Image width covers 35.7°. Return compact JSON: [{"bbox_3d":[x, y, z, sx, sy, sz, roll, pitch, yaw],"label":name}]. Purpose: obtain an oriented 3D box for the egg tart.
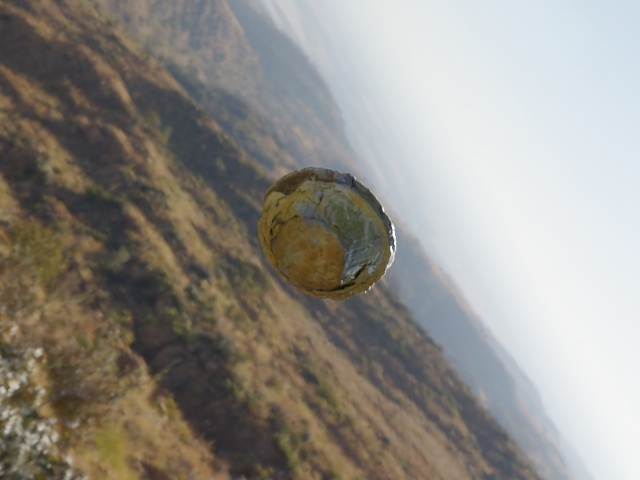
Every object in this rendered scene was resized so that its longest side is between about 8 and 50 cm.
[{"bbox_3d":[0.000,0.000,1.595,0.241,0.241,0.106,58,33,-14],"label":"egg tart"}]
